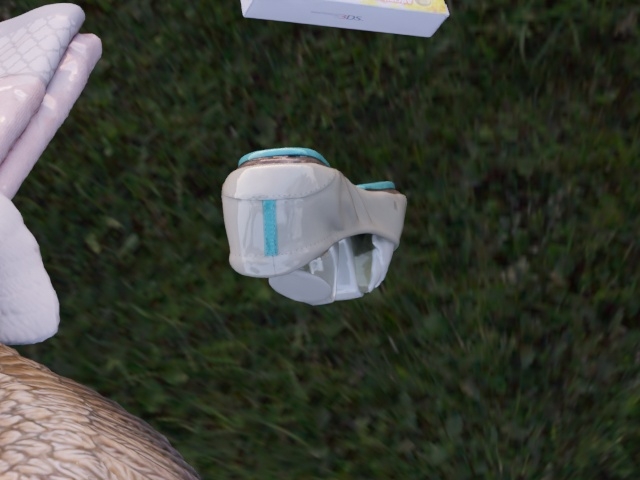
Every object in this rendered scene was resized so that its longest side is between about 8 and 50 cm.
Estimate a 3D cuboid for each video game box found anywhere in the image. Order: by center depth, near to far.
[{"bbox_3d":[0.012,-0.294,1.740,0.205,0.048,0.187,4,57,-24],"label":"video game box"}]

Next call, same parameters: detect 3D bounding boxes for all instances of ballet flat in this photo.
[{"bbox_3d":[0.000,0.000,1.062,0.086,0.248,0.086,-1,86,17],"label":"ballet flat"}]

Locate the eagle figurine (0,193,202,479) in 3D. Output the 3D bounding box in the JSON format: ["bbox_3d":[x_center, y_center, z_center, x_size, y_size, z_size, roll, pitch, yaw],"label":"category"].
[{"bbox_3d":[-0.167,0.060,0.664,0.226,0.298,0.225,-1,82,-30],"label":"eagle figurine"}]

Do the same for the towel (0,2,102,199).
[{"bbox_3d":[-0.334,-0.039,1.163,0.332,0.317,0.053,-11,120,22],"label":"towel"}]
